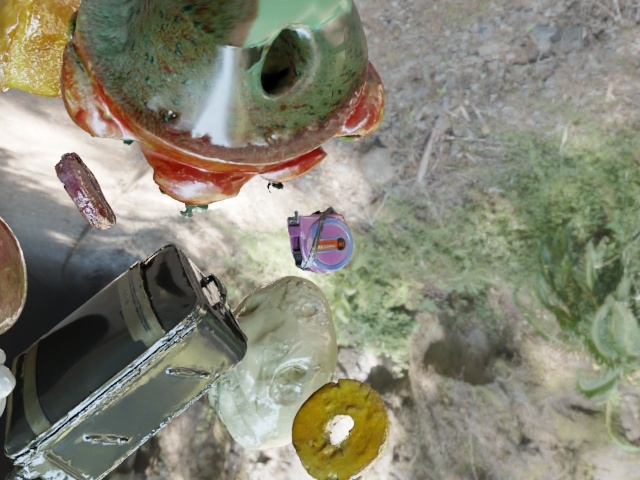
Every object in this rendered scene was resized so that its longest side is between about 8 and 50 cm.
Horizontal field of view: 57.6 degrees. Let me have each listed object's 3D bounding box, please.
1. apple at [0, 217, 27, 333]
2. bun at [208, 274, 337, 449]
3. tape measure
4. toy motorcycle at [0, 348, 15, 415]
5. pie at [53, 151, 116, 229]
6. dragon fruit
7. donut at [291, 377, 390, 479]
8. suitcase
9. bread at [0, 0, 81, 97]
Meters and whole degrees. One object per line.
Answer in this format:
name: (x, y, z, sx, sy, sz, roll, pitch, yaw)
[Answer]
apple: (-0.671, 0.103, 0.999, 0.344, 0.345, 0.270, -1, 127, 41)
bun: (-0.115, 0.245, 1.237, 0.234, 0.362, 0.326, 17, 179, -22)
tape measure: (0.000, 0.000, 1.094, 0.118, 0.125, 0.074, -4, -177, -32)
toy motorcycle: (-0.404, 0.138, 0.627, 0.151, 0.229, 0.074, -4, -166, 12)
pie: (-0.550, -0.116, 1.366, 0.054, 0.205, 0.218, -30, -172, -9)
dragon fruit: (-0.071, -0.166, 0.495, 0.268, 0.295, 0.130, 40, 144, 7)
donut: (0.042, 0.327, 0.998, 0.178, 0.162, 0.065, -32, 145, 10)
suitcase: (-0.340, 0.206, 0.983, 0.194, 0.433, 0.283, 55, 175, -33)
bread: (-0.606, -0.460, 1.263, 0.172, 0.313, 0.312, 17, 167, -26)
